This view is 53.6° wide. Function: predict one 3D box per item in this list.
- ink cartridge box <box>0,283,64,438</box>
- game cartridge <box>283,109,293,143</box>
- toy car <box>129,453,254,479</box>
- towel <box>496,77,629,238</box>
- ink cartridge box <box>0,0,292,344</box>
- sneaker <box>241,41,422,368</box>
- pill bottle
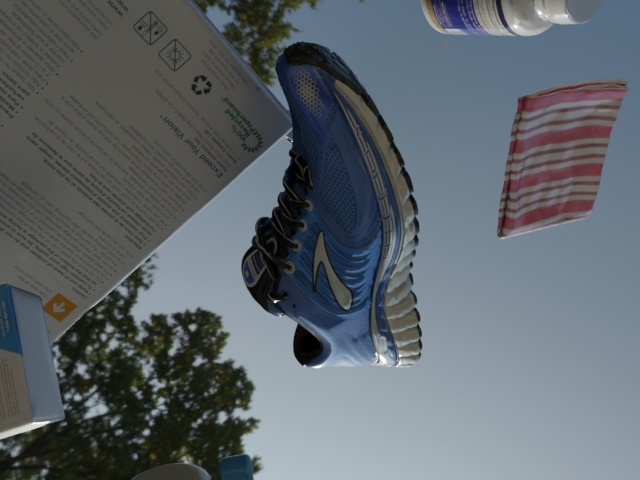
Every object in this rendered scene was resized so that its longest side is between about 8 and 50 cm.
[{"bbox_3d":[-0.239,0.089,0.401,0.123,0.052,0.088,-16,-103,-4],"label":"ink cartridge box"},{"bbox_3d":[-0.054,-0.211,1.184,0.017,0.083,0.056,-5,-100,24],"label":"game cartridge"},{"bbox_3d":[-0.170,0.405,0.738,0.219,0.210,0.237,-8,-85,-11],"label":"toy car"},{"bbox_3d":[0.290,-0.094,0.770,0.029,0.144,0.197,-125,-152,-51],"label":"towel"},{"bbox_3d":[-0.244,-0.108,0.518,0.330,0.324,0.071,-41,-148,4],"label":"ink cartridge box"},{"bbox_3d":[0.000,0.000,0.538,0.147,0.330,0.129,-13,-145,-4],"label":"sneaker"},{"bbox_3d":[0.217,-0.292,0.722,0.187,0.112,0.112,21,-83,47],"label":"pill bottle"}]
